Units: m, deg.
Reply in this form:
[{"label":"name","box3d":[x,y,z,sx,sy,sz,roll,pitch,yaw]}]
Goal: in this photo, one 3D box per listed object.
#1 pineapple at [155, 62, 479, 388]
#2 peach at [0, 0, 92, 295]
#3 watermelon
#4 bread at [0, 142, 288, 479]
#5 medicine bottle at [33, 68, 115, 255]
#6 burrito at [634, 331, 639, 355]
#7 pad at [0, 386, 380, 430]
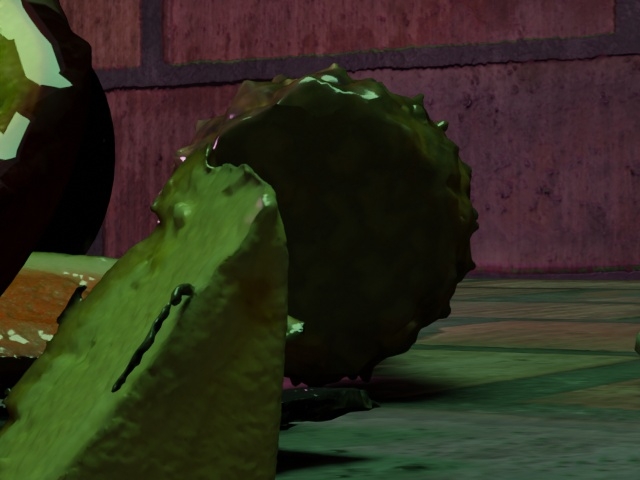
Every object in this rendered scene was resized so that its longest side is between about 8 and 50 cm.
[{"label":"pineapple","box3d":[0.000,0.000,1.021,0.169,0.169,0.340,-1,-3,2]},{"label":"peach","box3d":[-0.171,-0.042,0.566,0.196,0.189,0.226,3,-12,0]},{"label":"watermelon","box3d":[-0.134,0.040,0.735,0.245,0.063,0.119,2,6,-28]},{"label":"bread","box3d":[-0.053,0.030,0.451,0.080,0.109,0.084,3,4,-20]},{"label":"medicine bottle","box3d":[-0.298,-0.036,1.277,0.243,0.242,0.395,-1,-8,-22]},{"label":"burrito","box3d":[0.295,0.038,0.816,0.117,0.076,0.392,-9,3,-32]},{"label":"pad","box3d":[-0.117,0.066,0.632,0.174,0.022,0.233,-7,-5,41]}]
